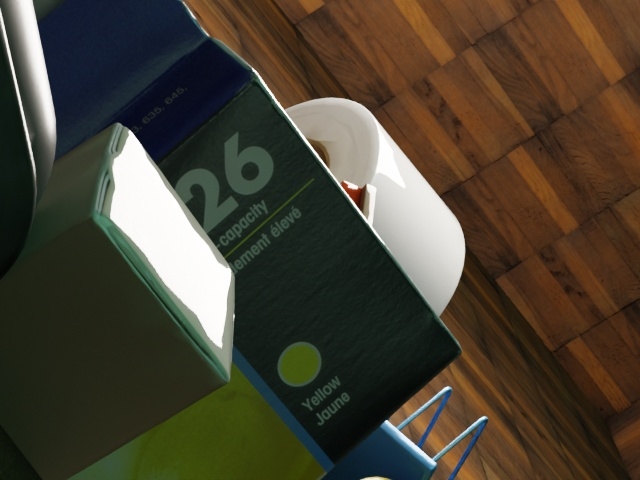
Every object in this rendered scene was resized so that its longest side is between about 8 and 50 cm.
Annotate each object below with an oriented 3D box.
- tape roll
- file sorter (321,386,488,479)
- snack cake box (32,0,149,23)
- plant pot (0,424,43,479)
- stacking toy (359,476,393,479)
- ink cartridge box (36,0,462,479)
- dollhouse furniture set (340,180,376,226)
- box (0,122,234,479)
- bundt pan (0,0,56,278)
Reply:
[{"bbox_3d":[0.000,0.000,1.626,0.169,0.246,0.246,49,14,-36],"label":"tape roll"},{"bbox_3d":[0.040,0.153,1.385,0.170,0.118,0.104,39,44,18],"label":"file sorter"},{"bbox_3d":[-0.202,-0.074,0.963,0.152,0.264,0.089,47,8,-39],"label":"snack cake box"},{"bbox_3d":[-0.141,0.175,0.565,0.215,0.215,0.230,-11,83,-77],"label":"plant pot"},{"bbox_3d":[-0.074,0.213,1.239,0.279,0.130,0.309,-24,77,-51],"label":"stacking toy"},{"bbox_3d":[-0.117,0.048,0.910,0.307,0.303,0.072,51,-6,-26],"label":"ink cartridge box"},{"bbox_3d":[-0.104,-0.029,1.216,0.259,0.135,0.262,25,37,-13],"label":"dollhouse furniture set"},{"bbox_3d":[-0.173,0.071,0.685,0.094,0.275,0.113,55,13,-21],"label":"box"},{"bbox_3d":[-0.242,-0.013,0.595,0.331,0.331,0.124,-92,165,-68],"label":"bundt pan"}]
